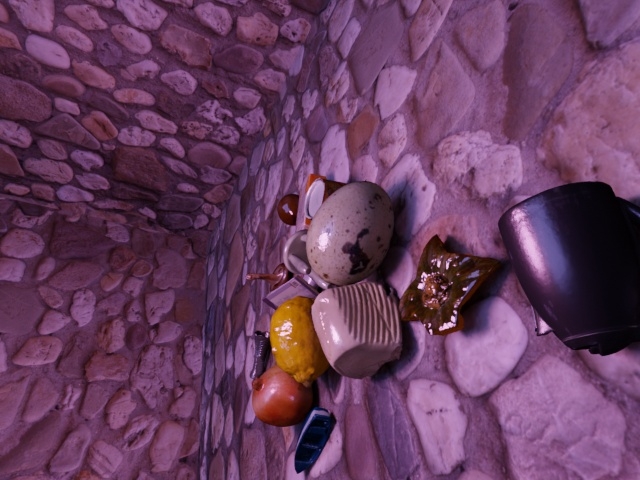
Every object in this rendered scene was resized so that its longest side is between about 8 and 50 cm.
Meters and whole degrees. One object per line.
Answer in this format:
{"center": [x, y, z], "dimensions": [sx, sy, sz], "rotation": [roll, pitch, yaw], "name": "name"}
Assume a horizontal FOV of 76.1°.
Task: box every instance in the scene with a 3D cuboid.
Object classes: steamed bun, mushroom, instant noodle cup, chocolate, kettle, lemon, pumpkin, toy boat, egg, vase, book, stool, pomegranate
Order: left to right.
{"center": [-0.316, 0.603, 2.145], "dimensions": [0.115, 0.115, 0.238], "rotation": [13, 92, 63], "name": "vase"}
{"center": [-0.276, 0.193, 2.128], "dimensions": [0.227, 0.217, 0.148], "rotation": [-54, 33, 36], "name": "mushroom"}
{"center": [-0.166, 0.620, 1.655], "dimensions": [0.252, 0.270, 0.229], "rotation": [-44, 31, 35], "name": "pomegranate"}
{"center": [-0.145, -0.150, 2.115], "dimensions": [0.176, 0.176, 0.177], "rotation": [-37, 46, 51], "name": "chocolate"}
{"center": [-0.118, 0.242, 1.723], "dimensions": [0.231, 0.157, 0.026], "rotation": [-35, 22, 32], "name": "book"}
{"center": [-0.069, 0.379, 1.591], "dimensions": [0.285, 0.285, 0.317], "rotation": [0, 84, 63], "name": "lemon"}
{"center": [-0.041, 0.757, 1.545], "dimensions": [0.062, 0.095, 0.300], "rotation": [-112, 40, -65], "name": "toy boat"}
{"center": [-0.025, 0.072, 1.667], "dimensions": [0.198, 0.195, 0.195], "rotation": [26, 79, 49], "name": "stool"}
{"center": [0.049, -0.152, 1.708], "dimensions": [0.230, 0.182, 0.231], "rotation": [-40, 43, 50], "name": "instant noodle cup"}
{"center": [0.105, -0.025, 1.425], "dimensions": [0.380, 0.287, 0.287], "rotation": [-64, 27, -1], "name": "egg"}
{"center": [0.109, 0.312, 1.341], "dimensions": [0.291, 0.273, 0.273], "rotation": [-108, 25, -52], "name": "steamed bun"}
{"center": [0.327, 0.141, 1.123], "dimensions": [0.291, 0.095, 0.258], "rotation": [-68, 24, 9], "name": "pumpkin"}
{"center": [0.503, 0.054, 0.744], "dimensions": [0.268, 0.207, 0.291], "rotation": [-21, 61, 26], "name": "kettle"}

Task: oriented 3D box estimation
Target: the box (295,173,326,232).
{"center": [-0.048, -0.149, 1.943], "dimensions": [0.221, 0.091, 0.274], "rotation": [128, 151, -62], "name": "box"}

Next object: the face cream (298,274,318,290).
{"center": [-0.055, 0.181, 1.852], "dimensions": [0.163, 0.080, 0.337], "rotation": [23, 94, 65], "name": "face cream"}

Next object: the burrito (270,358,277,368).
{"center": [-0.158, 0.566, 1.857], "dimensions": [0.175, 0.107, 0.348], "rotation": [55, 129, 40], "name": "burrito"}
